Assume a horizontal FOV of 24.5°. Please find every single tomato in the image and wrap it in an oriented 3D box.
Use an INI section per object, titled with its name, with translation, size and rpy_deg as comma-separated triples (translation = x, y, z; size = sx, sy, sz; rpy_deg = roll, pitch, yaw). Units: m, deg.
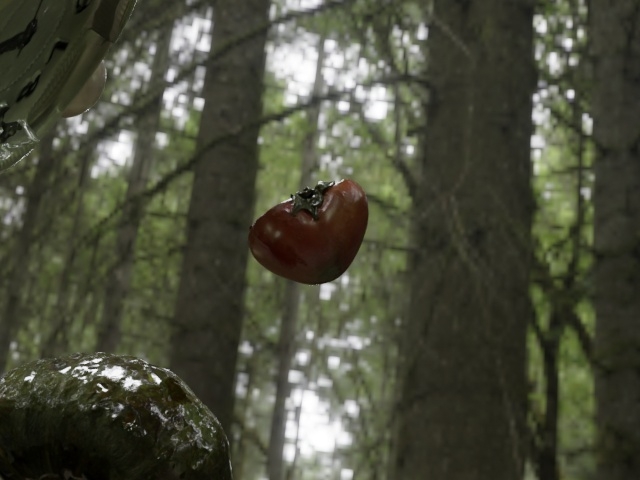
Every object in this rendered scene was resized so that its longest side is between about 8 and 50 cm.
[tomato]
translation = 0.000, 0.000, 1.780
size = 0.159, 0.091, 0.139
rpy_deg = -26, -24, -19

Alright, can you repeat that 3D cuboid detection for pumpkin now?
[pumpkin]
translation = -0.212, 0.261, 1.684
size = 0.232, 0.325, 0.242
rpy_deg = -24, 7, 9

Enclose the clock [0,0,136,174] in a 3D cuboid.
[clock]
translation = -0.250, -0.167, 1.031
size = 0.184, 0.326, 0.342
rpy_deg = 27, -52, 5
